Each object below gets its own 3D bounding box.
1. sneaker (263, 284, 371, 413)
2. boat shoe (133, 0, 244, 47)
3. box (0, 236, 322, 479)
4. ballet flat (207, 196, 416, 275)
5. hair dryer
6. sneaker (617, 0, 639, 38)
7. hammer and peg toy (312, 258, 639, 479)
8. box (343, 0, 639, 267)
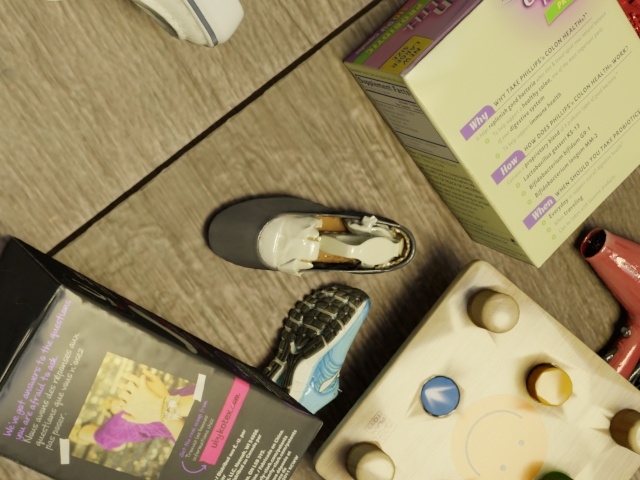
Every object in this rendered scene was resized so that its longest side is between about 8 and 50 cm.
[{"bbox_3d":[-0.006,0.114,1.328,0.162,0.063,0.073,-54,138,-2],"label":"sneaker"},{"bbox_3d":[-0.230,-0.242,1.074,0.367,0.136,0.156,41,82,-25],"label":"boat shoe"},{"bbox_3d":[-0.162,0.134,1.182,0.270,0.165,0.143,32,88,-29],"label":"box"},{"bbox_3d":[0.000,0.000,1.286,0.203,0.074,0.074,5,100,-27],"label":"ballet flat"},{"bbox_3d":[0.332,0.118,1.476,0.223,0.080,0.294,-22,111,-20],"label":"hair dryer"},{"bbox_3d":[0.340,-0.254,1.395,0.125,0.104,0.262,-41,122,-32],"label":"sneaker"},{"bbox_3d":[0.124,0.227,1.317,0.266,0.127,0.361,41,85,-9],"label":"hammer and peg toy"},{"bbox_3d":[0.184,-0.140,1.317,0.213,0.117,0.243,-44,118,-10],"label":"box"}]
